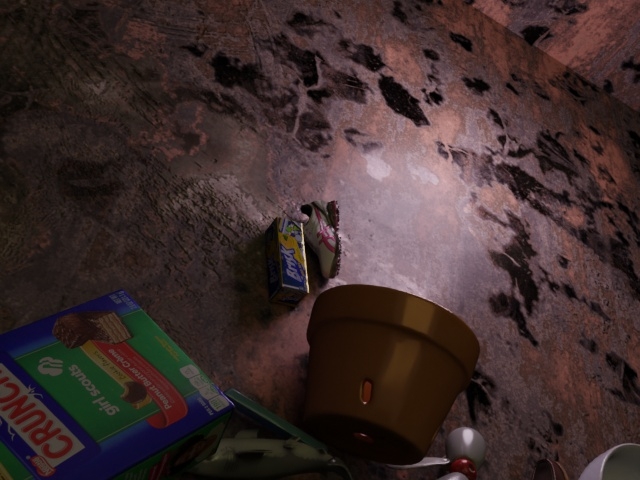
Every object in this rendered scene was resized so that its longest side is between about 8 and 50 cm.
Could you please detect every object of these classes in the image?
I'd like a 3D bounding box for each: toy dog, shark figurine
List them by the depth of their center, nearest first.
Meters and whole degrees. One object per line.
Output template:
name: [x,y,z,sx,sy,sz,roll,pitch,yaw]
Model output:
shark figurine: [-0.057,0.349,1.116,0.166,0.278,0.116,-3,94,-71]
toy dog: [0.184,0.443,1.225,0.334,0.161,0.220,-1,51,-54]

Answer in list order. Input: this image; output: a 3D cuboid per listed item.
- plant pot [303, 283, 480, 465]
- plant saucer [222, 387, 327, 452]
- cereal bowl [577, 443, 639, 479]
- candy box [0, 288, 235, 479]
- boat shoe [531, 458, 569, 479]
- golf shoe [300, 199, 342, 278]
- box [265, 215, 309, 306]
plant pot: [0.095,0.232,1.236,0.291,0.291,0.203,29,59,-12]
plant saucer: [-0.075,0.289,1.198,0.192,0.067,0.018,32,66,-8]
cereal bowl: [0.587,0.555,1.385,0.339,0.141,0.339,22,46,-24]
candy box: [-0.323,0.227,0.989,0.268,0.122,0.317,40,39,25]
boat shoe: [0.410,0.488,1.371,0.073,0.073,0.207,26,43,-18]
golf shoe: [0.000,0.000,1.515,0.086,0.067,0.186,-1,51,-4]
box: [-0.065,0.039,1.431,0.059,0.054,0.169,15,47,-26]
